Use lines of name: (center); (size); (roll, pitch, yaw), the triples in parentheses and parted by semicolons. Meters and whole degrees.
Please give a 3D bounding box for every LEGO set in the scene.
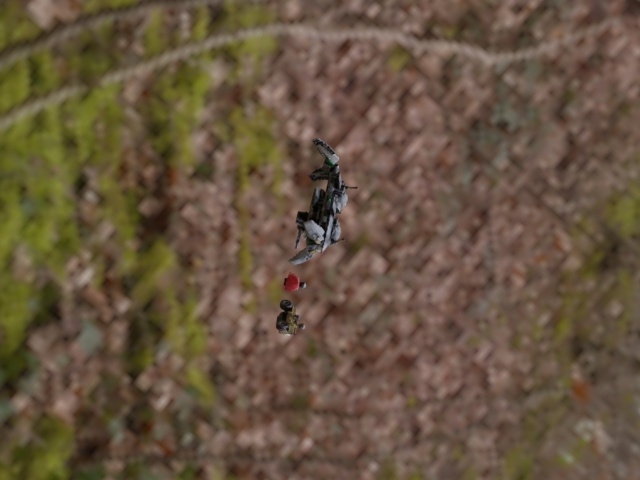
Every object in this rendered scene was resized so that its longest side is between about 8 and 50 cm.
LEGO set: (0.000, 0.001, 0.815); (0.054, 0.023, 0.083); (-82, -177, -68)
